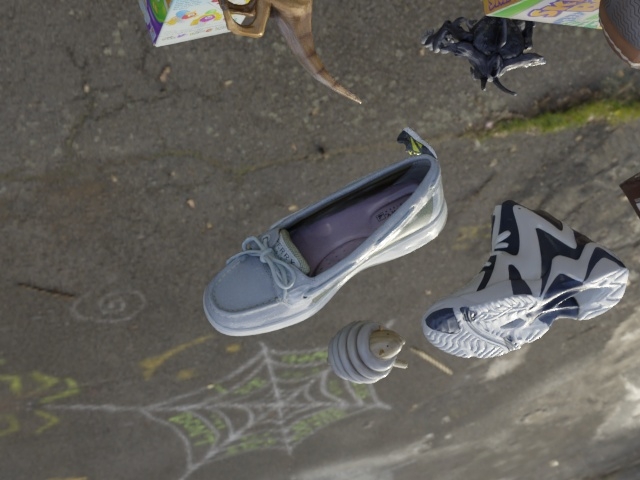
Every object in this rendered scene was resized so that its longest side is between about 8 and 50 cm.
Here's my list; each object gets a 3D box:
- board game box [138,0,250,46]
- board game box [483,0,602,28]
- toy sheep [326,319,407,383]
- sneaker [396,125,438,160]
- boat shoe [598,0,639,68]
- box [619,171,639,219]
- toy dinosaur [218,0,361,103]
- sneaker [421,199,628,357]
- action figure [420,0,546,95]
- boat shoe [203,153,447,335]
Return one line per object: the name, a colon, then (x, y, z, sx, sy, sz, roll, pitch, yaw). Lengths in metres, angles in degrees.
board game box: (-0.167, -0.403, 1.067, 0.144, 0.142, 0.275, -19, 178, -24)
board game box: (0.293, -0.271, 0.833, 0.259, 0.039, 0.124, -4, 177, -37)
toy sheep: (0.055, 0.145, 0.991, 0.091, 0.091, 0.132, 12, 150, -39)
sneaker: (0.166, -0.158, 1.312, 0.035, 0.083, 0.031, -47, 164, 6)
boat shoe: (0.325, -0.151, 0.497, 0.324, 0.123, 0.116, -11, 159, -12)
box: (0.605, -0.091, 0.973, 0.381, 0.191, 0.143, -31, 180, -13)
toy dinosaur: (-0.031, -0.208, 0.679, 0.112, 0.064, 0.211, -15, 109, -6)
sneaker: (0.197, 0.031, 0.839, 0.235, 0.153, 0.094, -20, 133, -10)
action figure: (0.243, -0.327, 1.133, 0.164, 0.275, 0.141, 4, 166, -8)
boat shoe: (0.002, 0.001, 0.898, 0.320, 0.118, 0.103, -26, 147, -5)
